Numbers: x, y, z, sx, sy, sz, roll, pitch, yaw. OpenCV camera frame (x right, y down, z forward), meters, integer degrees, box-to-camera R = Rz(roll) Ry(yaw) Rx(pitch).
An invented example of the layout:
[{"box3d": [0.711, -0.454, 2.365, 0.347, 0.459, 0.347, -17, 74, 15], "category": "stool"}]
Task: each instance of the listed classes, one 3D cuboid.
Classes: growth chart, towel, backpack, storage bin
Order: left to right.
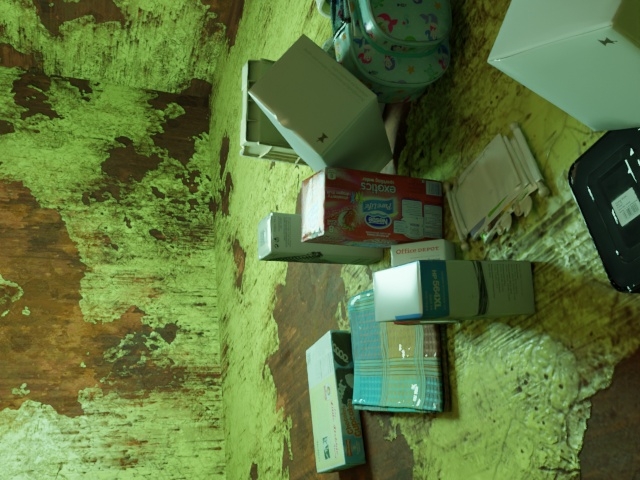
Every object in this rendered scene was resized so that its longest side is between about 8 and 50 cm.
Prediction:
[{"box3d": [-0.110, -0.373, 1.754, 0.123, 0.260, 0.262, 161, 111, -63], "category": "storage bin"}, {"box3d": [0.152, 0.225, 1.263, 0.370, 0.040, 0.272, 149, 122, -64], "category": "towel"}, {"box3d": [0.142, -0.403, 1.156, 0.191, 0.225, 0.254, 164, 105, -73], "category": "backpack"}, {"box3d": [0.284, -0.081, 1.001, 0.237, 0.021, 0.172, 129, 139, -56], "category": "growth chart"}, {"box3d": [0.375, -0.039, 0.673, 0.122, 0.084, 0.180, 124, 145, -52], "category": "storage bin"}]

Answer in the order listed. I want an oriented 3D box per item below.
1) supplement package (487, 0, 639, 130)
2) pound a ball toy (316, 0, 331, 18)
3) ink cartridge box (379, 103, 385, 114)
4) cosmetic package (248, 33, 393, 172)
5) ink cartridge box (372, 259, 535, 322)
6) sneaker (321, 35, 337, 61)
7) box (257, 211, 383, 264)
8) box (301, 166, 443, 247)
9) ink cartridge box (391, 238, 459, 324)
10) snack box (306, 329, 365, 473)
[{"box3d": [0.331, -0.283, 0.594, 0.293, 0.177, 0.175, -67, 22, -3], "category": "supplement package"}, {"box3d": [-0.003, -0.739, 1.610, 0.136, 0.208, 0.319, 120, 146, -48], "category": "pound a ball toy"}, {"box3d": [0.114, -0.396, 1.422, 0.134, 0.078, 0.231, -121, 40, -56], "category": "ink cartridge box"}, {"box3d": [0.018, -0.227, 1.210, 0.155, 0.197, 0.365, -46, -13, 0], "category": "cosmetic package"}, {"box3d": [0.205, 0.081, 0.927, 0.148, 0.203, 0.086, 153, 117, -66], "category": "ink cartridge box"}, {"box3d": [0.018, -0.450, 1.672, 0.115, 0.090, 0.232, -157, 73, -71], "category": "sneaker"}, {"box3d": [0.000, 0.000, 1.368, 0.113, 0.275, 0.094, 151, 121, -66], "category": "box"}, {"box3d": [0.099, -0.055, 1.148, 0.122, 0.256, 0.128, 160, 112, -65], "category": "box"}, {"box3d": [0.190, 0.078, 1.092, 0.109, 0.063, 0.151, -8, 76, 32], "category": "ink cartridge box"}, {"box3d": [0.032, 0.408, 1.506, 0.187, 0.060, 0.322, 129, 140, -56], "category": "snack box"}]
